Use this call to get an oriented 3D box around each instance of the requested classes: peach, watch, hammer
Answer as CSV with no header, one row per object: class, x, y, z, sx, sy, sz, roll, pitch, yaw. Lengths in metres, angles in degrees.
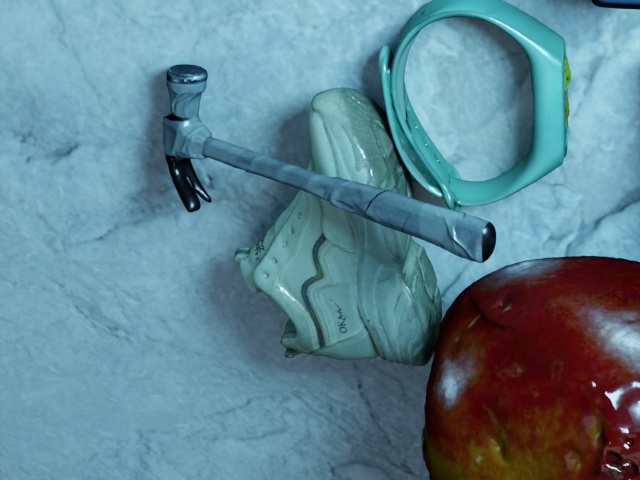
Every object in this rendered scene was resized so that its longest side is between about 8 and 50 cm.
peach,0.315,0.203,1.708,0.416,0.353,0.339,11,122,12
watch,0.163,-0.139,1.695,0.195,0.068,0.237,0,122,11
hammer,-0.003,-0.064,1.654,0.426,0.044,0.152,18,116,36

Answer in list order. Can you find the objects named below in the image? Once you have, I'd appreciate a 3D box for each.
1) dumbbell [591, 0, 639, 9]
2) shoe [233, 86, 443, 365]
dumbbell,0.407,-0.279,1.513,0.324,0.144,0.160,6,124,7
shoe,0.000,0.000,1.778,0.210,0.132,0.342,-7,122,16
